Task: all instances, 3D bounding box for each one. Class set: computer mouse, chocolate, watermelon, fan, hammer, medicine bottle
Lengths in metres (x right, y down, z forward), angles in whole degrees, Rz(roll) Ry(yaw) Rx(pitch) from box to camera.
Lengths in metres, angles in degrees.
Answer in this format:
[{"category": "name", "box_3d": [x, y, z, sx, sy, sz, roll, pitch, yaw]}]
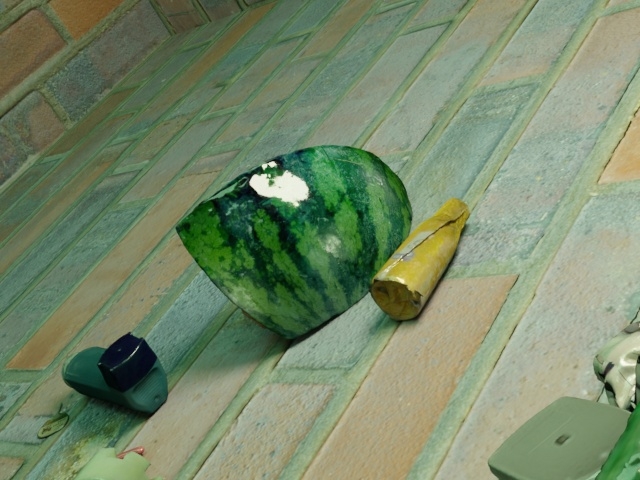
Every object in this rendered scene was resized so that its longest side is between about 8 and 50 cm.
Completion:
[{"category": "computer mouse", "box_3d": [0.252, 0.217, 1.005, 0.128, 0.079, 0.231, -34, 9, -9]}, {"category": "chocolate", "box_3d": [0.149, 0.016, 1.486, 0.085, 0.086, 0.219, -9, 31, 41]}, {"category": "watermelon", "box_3d": [0.003, 0.014, 1.588, 0.292, 0.319, 0.222, -35, 59, 10]}, {"category": "fan", "box_3d": [-0.445, 0.302, 1.742, 0.060, 0.003, 0.080, -37, 26, -11]}, {"category": "hammer", "box_3d": [-0.291, 0.313, 1.515, 0.083, 0.031, 0.053, -22, 30, 8]}, {"category": "medicine bottle", "box_3d": [-0.330, 0.205, 1.646, 0.258, 0.124, 0.079, -1, 40, 52]}]

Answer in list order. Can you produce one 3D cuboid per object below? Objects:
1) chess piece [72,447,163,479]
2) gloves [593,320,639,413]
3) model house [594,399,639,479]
[{"category": "chess piece", "box_3d": [-0.291, 0.381, 1.234, 0.194, 0.195, 0.299, -19, 19, 27]}, {"category": "gloves", "box_3d": [0.353, 0.134, 1.000, 0.127, 0.111, 0.212, -11, 17, -15]}, {"category": "model house", "box_3d": [0.362, 0.209, 0.680, 0.280, 0.245, 0.312, -5, 42, 56]}]
